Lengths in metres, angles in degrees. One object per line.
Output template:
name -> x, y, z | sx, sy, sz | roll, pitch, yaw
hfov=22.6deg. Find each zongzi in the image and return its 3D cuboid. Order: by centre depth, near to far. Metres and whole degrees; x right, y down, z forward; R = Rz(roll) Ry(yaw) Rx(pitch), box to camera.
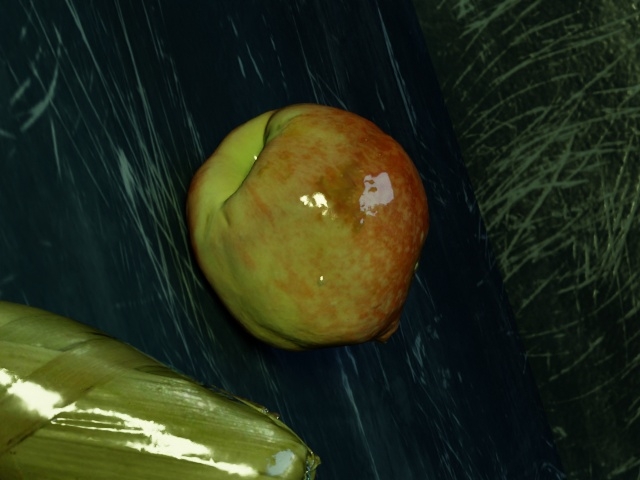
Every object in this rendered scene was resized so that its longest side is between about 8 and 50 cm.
zongzi -> -0.162, 0.113, 0.979 | 0.289, 0.260, 0.123 | 29, 83, -60

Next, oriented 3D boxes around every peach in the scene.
peach -> 0.000, 0.000, 1.539 | 0.257, 0.232, 0.232 | 47, 29, -27
